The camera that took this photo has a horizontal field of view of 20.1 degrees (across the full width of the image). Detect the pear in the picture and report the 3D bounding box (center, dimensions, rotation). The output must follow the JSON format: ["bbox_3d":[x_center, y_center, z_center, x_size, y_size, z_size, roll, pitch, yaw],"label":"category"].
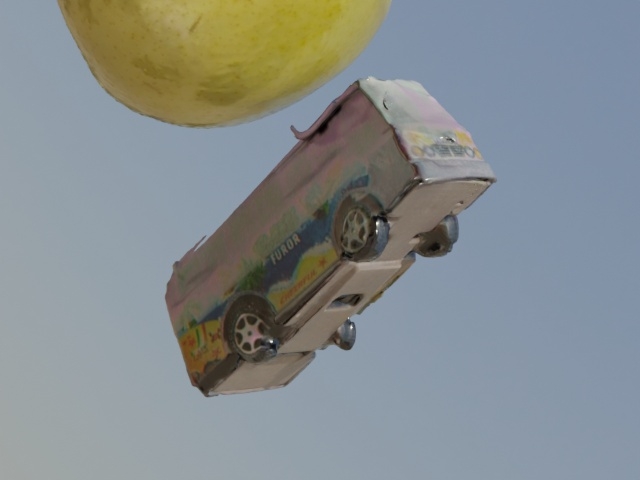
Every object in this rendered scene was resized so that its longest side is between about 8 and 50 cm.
[{"bbox_3d":[-0.085,-0.248,1.562,0.309,0.309,0.309,40,-20,18],"label":"pear"}]

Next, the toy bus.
[{"bbox_3d":[0.000,0.000,1.457,0.317,0.112,0.138,-45,-119,35],"label":"toy bus"}]
